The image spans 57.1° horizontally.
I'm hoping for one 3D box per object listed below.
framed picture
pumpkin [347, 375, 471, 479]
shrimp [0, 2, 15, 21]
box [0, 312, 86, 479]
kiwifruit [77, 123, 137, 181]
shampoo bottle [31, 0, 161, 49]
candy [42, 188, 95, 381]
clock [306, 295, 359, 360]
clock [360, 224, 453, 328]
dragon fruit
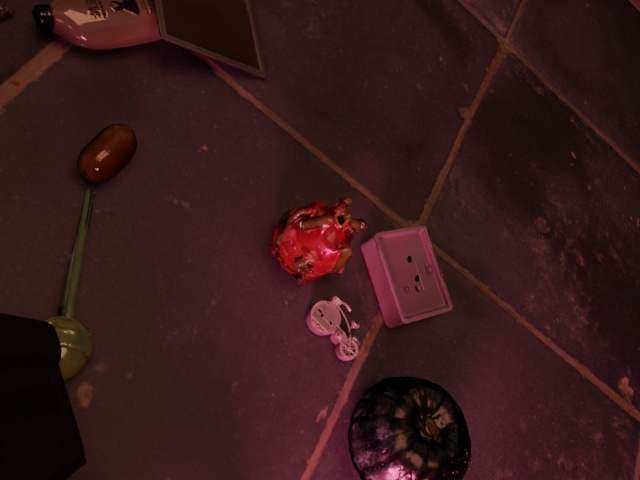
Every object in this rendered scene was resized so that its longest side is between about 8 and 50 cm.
[{"bbox_3d":[-0.230,-0.458,1.205,0.273,0.016,0.217,6,67,-49],"label":"framed picture"},{"bbox_3d":[0.164,0.362,1.071,0.233,0.163,0.233,15,53,-21],"label":"pumpkin"},{"bbox_3d":[-0.581,-0.395,1.020,0.092,0.029,0.038,-3,81,-26],"label":"shrimp"},{"bbox_3d":[-0.438,0.211,0.636,0.251,0.345,0.205,-17,82,-11],"label":"box"},{"bbox_3d":[-0.367,-0.151,1.017,0.075,0.075,0.124,41,52,-10],"label":"kiwifruit"},{"bbox_3d":[-0.400,-0.417,1.099,0.256,0.078,0.127,-18,85,-36],"label":"shampoo bottle"},{"bbox_3d":[-0.393,0.058,0.933,0.092,0.093,0.336,55,27,-56],"label":"candy"},{"bbox_3d":[0.033,0.170,1.145,0.087,0.041,0.129,-37,87,-32],"label":"clock"},{"bbox_3d":[0.184,0.075,1.257,0.150,0.063,0.197,-10,77,-33],"label":"clock"},{"bbox_3d":[0.000,0.000,1.113,0.166,0.172,0.160,29,59,-19],"label":"dragon fruit"}]
